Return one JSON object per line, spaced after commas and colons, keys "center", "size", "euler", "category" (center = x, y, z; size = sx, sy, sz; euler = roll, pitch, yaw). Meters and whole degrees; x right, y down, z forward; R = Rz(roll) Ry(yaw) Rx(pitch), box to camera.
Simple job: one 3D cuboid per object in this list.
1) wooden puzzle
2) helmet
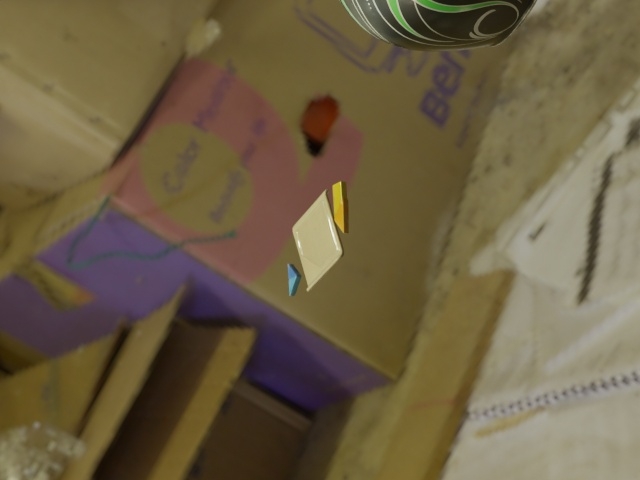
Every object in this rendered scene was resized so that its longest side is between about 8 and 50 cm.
{"center": [0.000, 0.000, 1.324], "size": [0.116, 0.014, 0.078], "euler": [-39, 53, 53], "category": "wooden puzzle"}
{"center": [0.082, -0.232, 1.142], "size": [0.169, 0.161, 0.169], "euler": [-166, 90, -70], "category": "helmet"}
